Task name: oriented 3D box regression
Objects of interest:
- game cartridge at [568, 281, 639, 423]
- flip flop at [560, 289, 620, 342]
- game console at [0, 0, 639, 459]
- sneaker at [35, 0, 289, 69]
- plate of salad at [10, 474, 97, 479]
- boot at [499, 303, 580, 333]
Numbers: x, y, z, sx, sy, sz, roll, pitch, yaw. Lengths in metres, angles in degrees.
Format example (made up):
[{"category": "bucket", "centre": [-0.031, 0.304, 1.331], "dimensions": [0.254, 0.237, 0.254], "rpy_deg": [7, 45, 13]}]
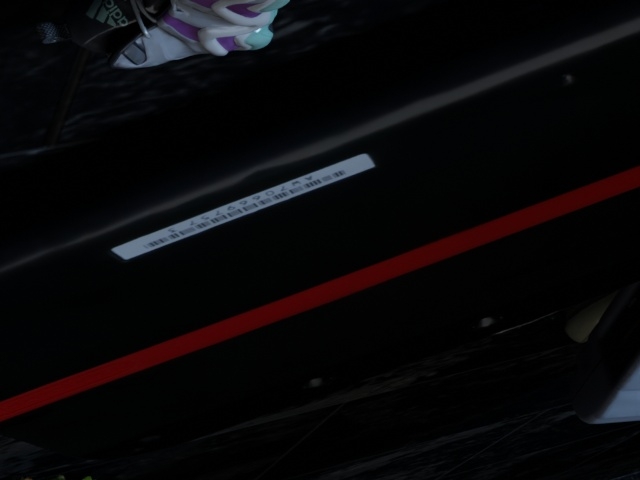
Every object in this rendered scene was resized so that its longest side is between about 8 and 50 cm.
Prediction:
[{"category": "game cartridge", "centre": [0.279, 0.017, 0.988], "dimensions": [0.198, 0.062, 0.297], "rpy_deg": [1, 147, -14]}, {"category": "flip flop", "centre": [0.288, 0.023, 1.133], "dimensions": [0.277, 0.080, 0.112], "rpy_deg": [-24, 164, 23]}, {"category": "game console", "centre": [0.000, 0.000, 0.787], "dimensions": [0.386, 0.060, 0.342], "rpy_deg": [-21, 160, 9]}, {"category": "sneaker", "centre": [-0.046, -0.069, 0.484], "dimensions": [0.069, 0.038, 0.098], "rpy_deg": [-16, 165, -10]}, {"category": "plate of salad", "centre": [-0.212, 0.192, 1.231], "dimensions": [0.200, 0.048, 0.200], "rpy_deg": [-8, 170, -1]}, {"category": "boot", "centre": [0.107, 0.035, 1.034], "dimensions": [0.099, 0.045, 0.121], "rpy_deg": [-16, 173, 1]}]
